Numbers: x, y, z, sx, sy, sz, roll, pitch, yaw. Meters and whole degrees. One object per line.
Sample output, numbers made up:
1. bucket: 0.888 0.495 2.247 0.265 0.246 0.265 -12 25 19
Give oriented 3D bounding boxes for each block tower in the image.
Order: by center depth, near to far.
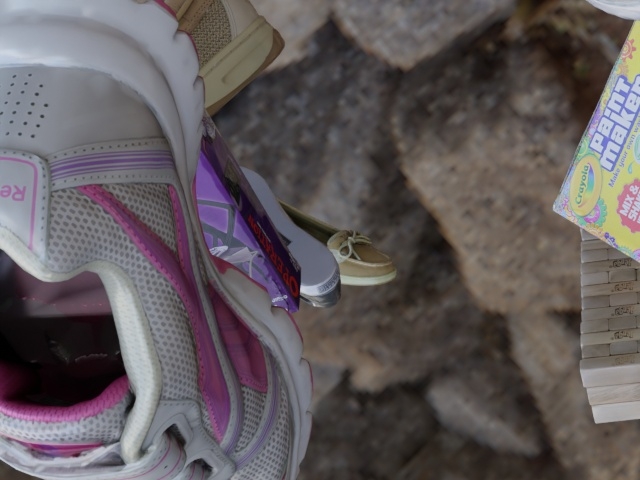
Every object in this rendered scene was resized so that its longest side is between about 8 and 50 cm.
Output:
1. block tower: 0.331 0.049 2.101 0.097 0.335 0.091 -7 134 12

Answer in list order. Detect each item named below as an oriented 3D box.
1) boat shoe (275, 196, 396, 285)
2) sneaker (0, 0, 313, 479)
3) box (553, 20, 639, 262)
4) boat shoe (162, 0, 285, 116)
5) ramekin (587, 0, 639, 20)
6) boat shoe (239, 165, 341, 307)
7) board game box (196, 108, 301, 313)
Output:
1. boat shoe: 0.000 -0.001 1.761 0.153 0.056 0.048 22 115 27
2. sneaker: -0.075 0.040 0.639 0.103 0.111 0.252 -1 135 20
3. box: 0.407 -0.119 1.812 0.177 0.279 0.290 35 114 34
4. boat shoe: -0.178 -0.082 1.442 0.110 0.341 0.121 51 152 -9
5. ramekin: 0.240 -0.246 1.328 0.207 0.109 0.207 17 112 46
6. boat shoe: -0.036 0.000 1.392 0.142 0.049 0.040 44 166 33
7. board game box: -0.210 0.010 1.225 0.346 0.056 0.208 -17 126 17
